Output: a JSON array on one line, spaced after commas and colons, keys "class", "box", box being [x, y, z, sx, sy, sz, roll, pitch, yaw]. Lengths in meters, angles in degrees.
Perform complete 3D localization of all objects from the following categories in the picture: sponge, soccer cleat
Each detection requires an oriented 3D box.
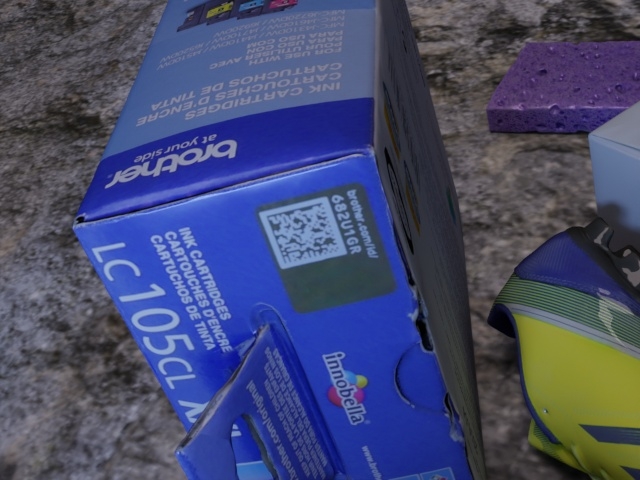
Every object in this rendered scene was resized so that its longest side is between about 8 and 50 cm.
[{"class": "sponge", "box": [0.265, -0.137, 0.862, 0.210, 0.031, 0.117, 6, 42, 31]}, {"class": "soccer cleat", "box": [0.180, 0.106, 0.542, 0.121, 0.093, 0.289, -44, 35, 17]}]

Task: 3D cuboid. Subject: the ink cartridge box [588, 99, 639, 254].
[{"class": "ink cartridge box", "box": [0.284, -0.040, 0.633, 0.176, 0.128, 0.127, -31, 36, -19]}]

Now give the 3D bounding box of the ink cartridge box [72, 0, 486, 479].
[{"class": "ink cartridge box", "box": [0.000, 0.000, 0.585, 0.151, 0.270, 0.395, -13, 34, 11]}]
